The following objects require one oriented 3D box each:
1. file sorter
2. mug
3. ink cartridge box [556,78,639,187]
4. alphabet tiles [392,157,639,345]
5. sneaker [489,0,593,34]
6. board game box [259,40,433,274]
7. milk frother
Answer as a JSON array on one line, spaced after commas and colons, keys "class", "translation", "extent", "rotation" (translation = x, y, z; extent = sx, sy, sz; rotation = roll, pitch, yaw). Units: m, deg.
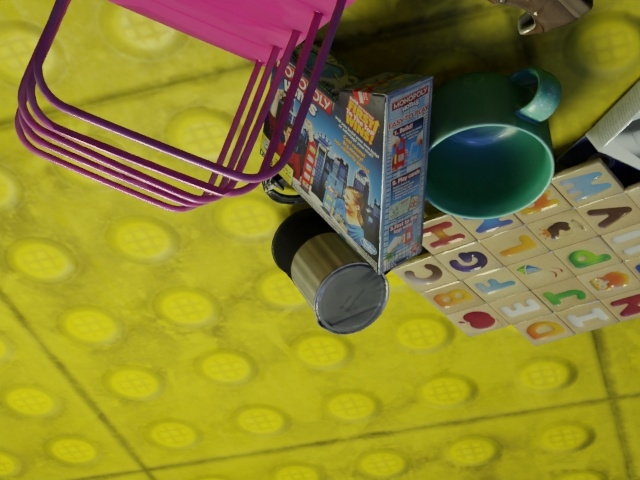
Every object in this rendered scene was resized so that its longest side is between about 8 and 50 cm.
[{"class": "file sorter", "translation": [-0.124, -0.137, 0.959], "extent": [0.202, 0.182, 0.291], "rotation": [22, 172, -14]}, {"class": "mug", "translation": [0.167, -0.102, 1.162], "extent": [0.158, 0.097, 0.129], "rotation": [-18, 134, 20]}, {"class": "ink cartridge box", "translation": [0.389, -0.093, 1.204], "extent": [0.223, 0.045, 0.224], "rotation": [21, 136, -21]}, {"class": "alphabet tiles", "translation": [0.266, 0.024, 1.332], "extent": [0.342, 0.011, 0.285], "rotation": [-20, 138, 32]}, {"class": "sneaker", "translation": [0.143, -0.225, 0.976], "extent": [0.071, 0.066, 0.188], "rotation": [-30, 132, 32]}, {"class": "board game box", "translation": [0.032, -0.102, 1.135], "extent": [0.060, 0.194, 0.194], "rotation": [-26, 149, -31]}, {"class": "milk frother", "translation": [0.000, 0.000, 1.255], "extent": [0.143, 0.135, 0.129], "rotation": [31, 100, -33]}]
